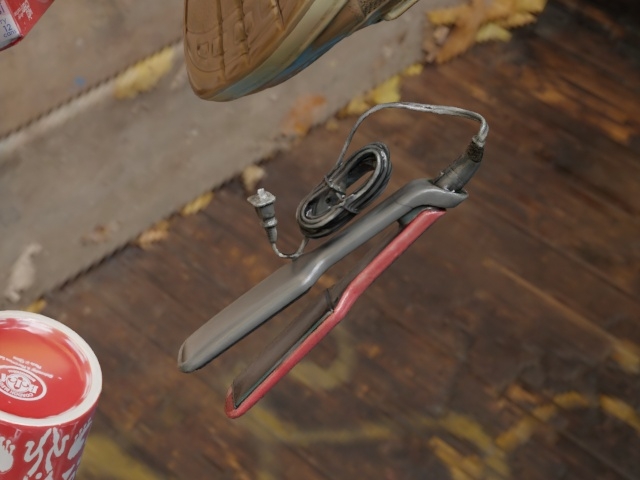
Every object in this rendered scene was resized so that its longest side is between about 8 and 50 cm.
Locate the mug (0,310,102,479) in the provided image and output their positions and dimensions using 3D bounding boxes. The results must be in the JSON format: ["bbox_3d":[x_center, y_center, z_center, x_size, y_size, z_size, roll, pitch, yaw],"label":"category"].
[{"bbox_3d":[-0.211,0.133,0.921,0.150,0.113,0.169,-1,135,-31],"label":"mug"}]

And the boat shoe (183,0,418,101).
[{"bbox_3d":[0.034,-0.165,0.804,0.110,0.121,0.341,4,157,-31],"label":"boat shoe"}]

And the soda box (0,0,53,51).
[{"bbox_3d":[-0.342,-0.256,1.599,0.083,0.263,0.092,-22,108,5],"label":"soda box"}]

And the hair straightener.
[{"bbox_3d":[0.000,0.000,0.880,0.230,0.047,0.089,-42,108,15],"label":"hair straightener"}]
